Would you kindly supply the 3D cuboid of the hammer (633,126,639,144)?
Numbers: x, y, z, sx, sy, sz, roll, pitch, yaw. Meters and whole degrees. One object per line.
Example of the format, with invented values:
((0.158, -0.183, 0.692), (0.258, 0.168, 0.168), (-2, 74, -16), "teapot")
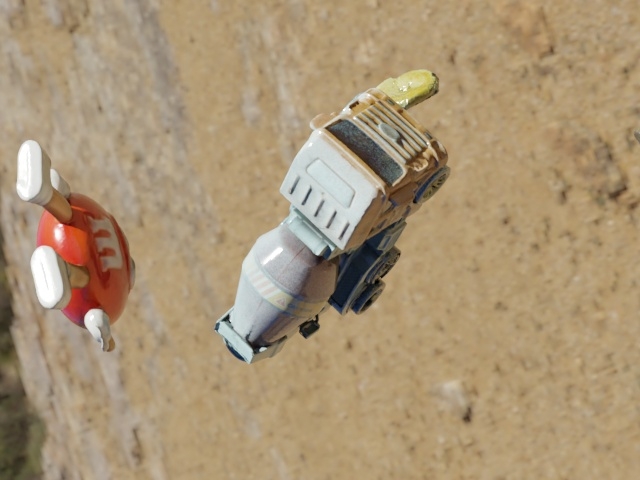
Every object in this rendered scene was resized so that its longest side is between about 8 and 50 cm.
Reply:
((0.383, -0.188, 1.026), (0.111, 0.365, 0.043), (48, 175, 20), "hammer")

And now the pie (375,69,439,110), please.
((0.093, -0.164, 1.510), (0.084, 0.084, 0.020), (26, 147, 56), "pie")

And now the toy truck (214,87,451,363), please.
((0.000, 0.000, 1.157), (0.108, 0.140, 0.256), (44, 138, 13), "toy truck")

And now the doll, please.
((-0.218, 0.019, 1.236), (0.217, 0.085, 0.183), (75, 179, -69), "doll")
